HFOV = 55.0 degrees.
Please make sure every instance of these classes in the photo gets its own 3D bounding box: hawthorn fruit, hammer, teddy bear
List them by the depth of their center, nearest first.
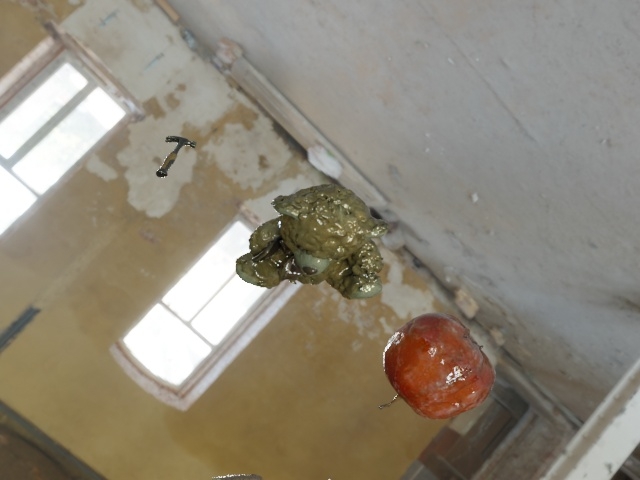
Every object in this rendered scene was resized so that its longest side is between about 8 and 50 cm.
[{"bbox_3d":[0.000,0.000,1.031,0.268,0.156,0.256,10,163,-8],"label":"teddy bear"},{"bbox_3d":[0.235,0.294,1.358,0.241,0.272,0.242,52,-173,-9],"label":"hawthorn fruit"},{"bbox_3d":[-0.382,-0.217,1.573,0.078,0.021,0.201,18,-145,-4],"label":"hammer"}]

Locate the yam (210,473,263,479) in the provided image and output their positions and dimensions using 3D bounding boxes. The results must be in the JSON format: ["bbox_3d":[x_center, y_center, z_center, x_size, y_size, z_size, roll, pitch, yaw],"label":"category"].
[{"bbox_3d":[-0.156,0.453,1.148,0.032,0.032,0.145,38,-177,33],"label":"yam"}]

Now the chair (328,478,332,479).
[{"bbox_3d":[-0.054,0.644,1.377,0.191,0.203,0.274,10,165,-4],"label":"chair"}]
